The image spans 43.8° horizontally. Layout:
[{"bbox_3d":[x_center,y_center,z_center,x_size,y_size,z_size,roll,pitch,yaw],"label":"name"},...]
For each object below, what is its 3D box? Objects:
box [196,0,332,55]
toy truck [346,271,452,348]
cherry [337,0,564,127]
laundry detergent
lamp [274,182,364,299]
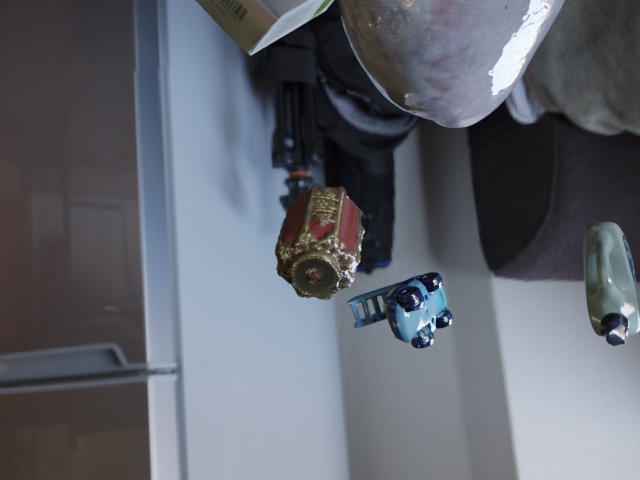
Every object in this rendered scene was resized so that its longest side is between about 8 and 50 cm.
[{"bbox_3d":[-0.097,-0.486,1.464,0.106,0.200,0.299,-42,-177,44],"label":"box"},{"bbox_3d":[0.072,0.064,0.752,0.090,0.056,0.073,-4,-160,41],"label":"toy truck"},{"bbox_3d":[0.164,-0.316,1.013,0.291,0.335,0.326,29,-160,22],"label":"cherry"},{"bbox_3d":[0.618,0.107,1.700,0.105,0.215,0.280,-9,-152,24],"label":"laundry detergent"},{"bbox_3d":[0.000,0.000,1.622,0.177,0.177,0.274,-7,-149,13],"label":"lamp"}]
